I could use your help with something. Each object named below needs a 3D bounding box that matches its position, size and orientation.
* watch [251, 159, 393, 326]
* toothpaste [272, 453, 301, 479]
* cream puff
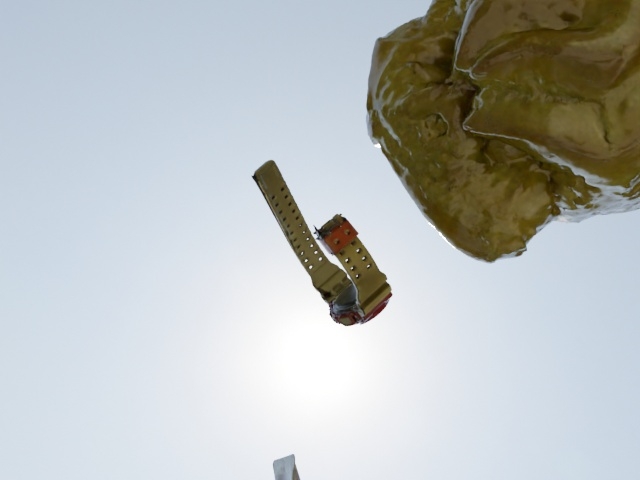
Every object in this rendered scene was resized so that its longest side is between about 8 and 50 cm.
[{"bbox_3d":[0.006,0.006,0.809,0.102,0.165,0.268,-40,-62,-20],"label":"watch"},{"bbox_3d":[-0.027,0.572,0.950,0.125,0.080,0.371,-51,-129,54],"label":"toothpaste"},{"bbox_3d":[0.191,-0.123,0.490,0.270,0.274,0.323,-42,-97,-5],"label":"cream puff"}]
